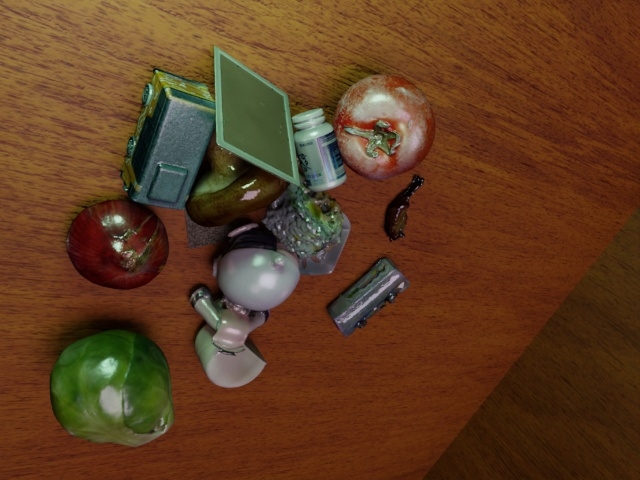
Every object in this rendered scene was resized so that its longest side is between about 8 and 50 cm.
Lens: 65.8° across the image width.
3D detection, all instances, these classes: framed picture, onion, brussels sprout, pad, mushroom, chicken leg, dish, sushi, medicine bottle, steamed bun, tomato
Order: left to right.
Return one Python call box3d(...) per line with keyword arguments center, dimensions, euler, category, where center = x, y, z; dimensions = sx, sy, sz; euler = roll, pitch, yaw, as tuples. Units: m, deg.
box3d(center=(-0.557, 0.410, 1.368), dimensions=(0.281, 0.289, 0.355), euler=(-31, 110, -8), category="brussels sprout")
box3d(center=(-0.493, 0.020, 1.212), dimensions=(0.248, 0.161, 0.248), euler=(-3, 129, -4), category="onion")
box3d(center=(-0.292, -0.085, 1.353), dimensions=(0.158, 0.003, 0.235), euler=(-14, 130, -23), category="pad")
box3d(center=(-0.305, 0.372, 1.608), dimensions=(0.164, 0.146, 0.242), euler=(-39, 138, -4), category="steamed bun")
box3d(center=(-0.223, -0.140, 1.193), dimensions=(0.267, 0.254, 0.267), euler=(-53, 180, -1), category="mushroom")
box3d(center=(-0.147, -0.275, 1.113), dimensions=(0.019, 0.296, 0.232), euler=(-30, 143, 33), category="framed picture")
box3d(center=(-0.052, -0.075, 1.363), dimensions=(0.274, 0.184, 0.139), euler=(44, 129, -13), category="sushi")
box3d(center=(-0.007, -0.229, 1.251), dimensions=(0.107, 0.107, 0.191), euler=(-24, 112, -15), category="medicine bottle")
box3d(center=(0.000, 0.000, 1.566), dimensions=(0.154, 0.064, 0.234), euler=(2, 124, -34), category="dish")
box3d(center=(0.164, -0.302, 1.303), dimensions=(0.270, 0.227, 0.270), euler=(7, 123, 11), category="tomato")
box3d(center=(0.279, -0.104, 1.674), dimensions=(0.106, 0.051, 0.253), euler=(-4, 126, -38), category="chicken leg")

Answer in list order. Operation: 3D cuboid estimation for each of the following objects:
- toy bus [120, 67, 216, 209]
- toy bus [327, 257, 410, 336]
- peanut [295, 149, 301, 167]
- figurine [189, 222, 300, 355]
box3d(center=(-0.339, -0.214, 1.104), dimensions=(0.138, 0.167, 0.275), euler=(10, 119, -38), category="toy bus")
box3d(center=(0.169, 0.209, 1.816), dimensions=(0.317, 0.112, 0.138), euler=(-42, 132, 2), category="toy bus")
box3d(center=(-0.041, -0.227, 1.344), dimensions=(0.187, 0.082, 0.082), euler=(3, 123, -33), category="peanut")
box3d(center=(-0.197, 0.138, 1.445), dimensions=(0.253, 0.211, 0.361), euler=(13, 118, -39), category="figurine")
